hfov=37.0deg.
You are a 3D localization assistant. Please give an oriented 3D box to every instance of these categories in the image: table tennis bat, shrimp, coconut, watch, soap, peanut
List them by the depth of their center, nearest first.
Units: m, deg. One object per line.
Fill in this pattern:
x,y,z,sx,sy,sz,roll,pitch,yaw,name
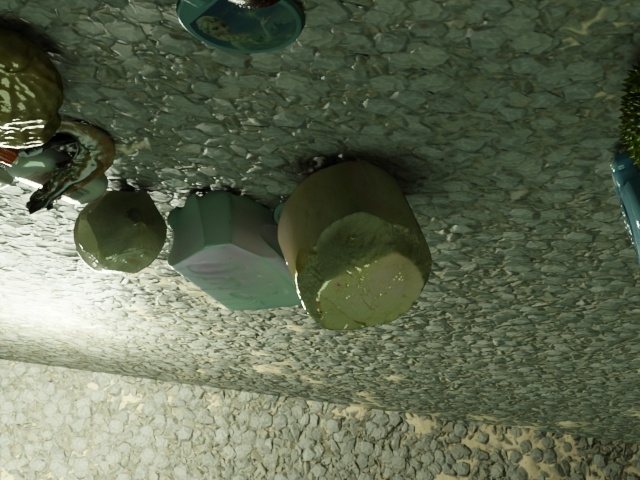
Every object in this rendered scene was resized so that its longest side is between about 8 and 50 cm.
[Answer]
-0.124,-0.280,1.123,0.149,0.038,0.237,-11,156,41,table tennis bat
-0.447,-0.206,1.309,0.197,0.110,0.233,14,160,-19,peanut
0.531,-0.052,1.361,0.193,0.210,0.211,-15,155,13,watch
-0.435,-0.117,1.541,0.219,0.046,0.152,-36,140,27,shrimp
0.049,0.001,1.550,0.239,0.244,0.239,-10,135,-10,coconut
-0.361,-0.017,1.727,0.161,0.161,0.162,14,157,-19,coconut
-0.153,0.025,1.815,0.208,0.115,0.347,-7,156,17,soap

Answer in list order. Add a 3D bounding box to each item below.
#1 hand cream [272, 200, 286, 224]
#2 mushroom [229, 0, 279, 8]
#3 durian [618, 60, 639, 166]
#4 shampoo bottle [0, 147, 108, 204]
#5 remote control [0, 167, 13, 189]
0.000,0.000,1.819,0.085,0.058,0.331,-19,158,16,hand cream
-0.080,-0.301,1.007,0.127,0.087,0.127,26,157,12,mushroom
0.442,-0.150,1.155,0.198,0.146,0.159,27,156,-9,durian
-0.471,-0.124,1.616,0.108,0.051,0.221,-14,151,37,shampoo bottle
-0.640,-0.133,1.674,0.190,0.029,0.088,24,153,-39,remote control
